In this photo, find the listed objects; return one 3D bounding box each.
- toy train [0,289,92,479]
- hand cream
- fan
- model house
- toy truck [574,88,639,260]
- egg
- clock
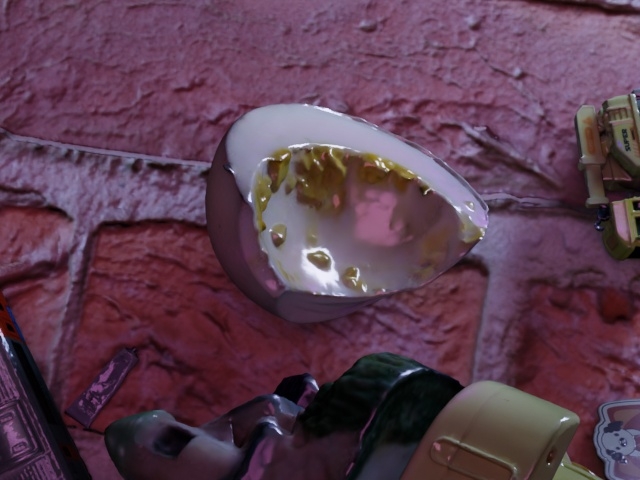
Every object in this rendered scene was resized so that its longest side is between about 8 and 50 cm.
[{"bbox_3d":[-0.275,0.215,1.390,0.086,0.089,0.409,-28,77,0],"label":"toy train"},{"bbox_3d":[-0.211,0.140,1.440,0.030,0.019,0.093,37,82,11],"label":"hand cream"},{"bbox_3d":[0.364,0.193,1.373,0.220,0.009,0.132,3,37,6],"label":"fan"},{"bbox_3d":[-0.018,0.212,1.274,0.284,0.298,0.243,12,74,35],"label":"model house"},{"bbox_3d":[0.303,-0.063,1.445,0.100,0.077,0.169,-6,77,-2],"label":"toy truck"},{"bbox_3d":[-0.001,-0.011,1.402,0.271,0.162,0.206,4,37,-29],"label":"egg"},{"bbox_3d":[0.155,0.296,1.210,0.117,0.348,0.286,19,74,36],"label":"clock"}]
